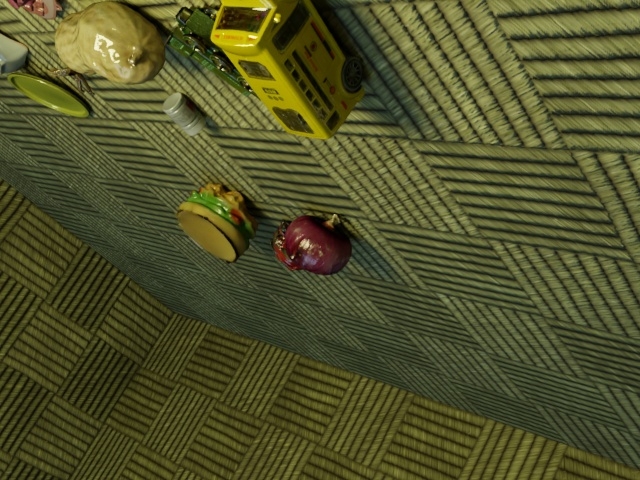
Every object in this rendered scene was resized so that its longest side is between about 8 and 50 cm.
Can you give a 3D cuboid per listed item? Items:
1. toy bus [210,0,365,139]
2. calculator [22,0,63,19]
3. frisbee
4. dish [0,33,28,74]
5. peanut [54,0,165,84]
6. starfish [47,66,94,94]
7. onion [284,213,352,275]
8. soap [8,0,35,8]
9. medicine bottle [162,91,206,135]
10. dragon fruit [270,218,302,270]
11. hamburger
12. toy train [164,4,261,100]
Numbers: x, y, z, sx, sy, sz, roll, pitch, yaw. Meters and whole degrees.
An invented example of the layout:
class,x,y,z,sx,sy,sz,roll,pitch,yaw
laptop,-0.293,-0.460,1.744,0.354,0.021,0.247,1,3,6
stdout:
class,x,y,z,sx,sy,sz,roll,pitch,yaw
toy bus,-0.064,-0.314,1.378,0.144,0.152,0.330,16,157,39
calculator,-0.693,-0.582,1.814,0.330,0.048,0.220,31,161,-8
frisbee,-0.743,-0.400,2.344,0.236,0.017,0.236,20,168,5
dish,-0.874,-0.512,2.218,0.212,0.077,0.151,35,161,-15
peanut,-0.434,-0.409,1.730,0.291,0.143,0.159,21,126,42
starfish,-0.618,-0.414,2.136,0.133,0.041,0.130,28,171,-13
onion,-0.006,0.009,2.152,0.177,0.153,0.177,16,172,2
soap,-0.555,-0.553,1.501,0.099,0.162,0.250,30,161,21
medicine bottle,-0.314,-0.291,1.967,0.058,0.058,0.091,11,154,46
dragon fruit,-0.069,0.016,2.331,0.142,0.130,0.121,28,-165,3
hamburger,-0.277,-0.059,2.386,0.237,0.149,0.237,29,154,16
toy train,-0.175,-0.344,1.581,0.225,0.090,0.137,35,168,-15
